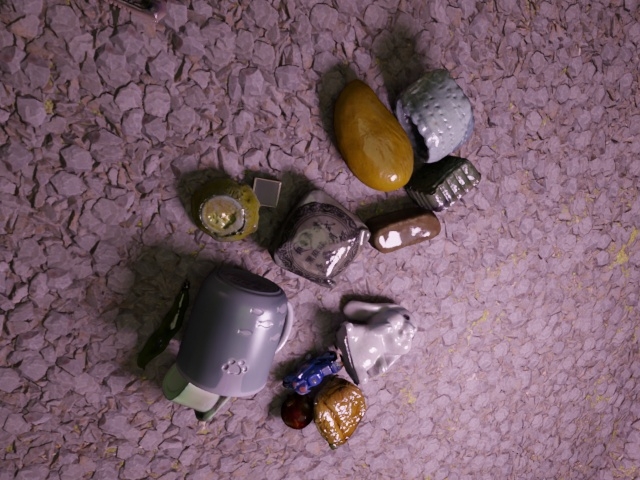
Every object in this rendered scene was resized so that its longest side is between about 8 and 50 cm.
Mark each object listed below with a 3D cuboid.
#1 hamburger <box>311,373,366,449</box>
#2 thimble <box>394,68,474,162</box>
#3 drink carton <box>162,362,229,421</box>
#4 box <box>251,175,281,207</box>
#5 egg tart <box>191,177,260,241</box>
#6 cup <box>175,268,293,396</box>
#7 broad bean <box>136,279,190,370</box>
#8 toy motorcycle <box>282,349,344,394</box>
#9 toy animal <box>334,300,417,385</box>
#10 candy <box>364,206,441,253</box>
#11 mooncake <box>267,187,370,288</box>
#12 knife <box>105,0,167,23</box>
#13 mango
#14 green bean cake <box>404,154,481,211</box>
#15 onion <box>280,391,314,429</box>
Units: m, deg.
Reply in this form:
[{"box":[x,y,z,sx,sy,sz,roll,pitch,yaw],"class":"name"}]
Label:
[{"box":[0.064,0.552,1.338,0.206,0.130,0.183,-39,107,-49],"class":"hamburger"},{"box":[0.319,-0.355,1.185,0.172,0.205,0.250,-32,128,-2],"class":"thimble"},{"box":[-0.361,0.417,1.173,0.144,0.146,0.142,-47,132,-1],"class":"drink carton"},{"box":[-0.157,-0.138,1.177,0.083,0.035,0.079,7,101,-19],"class":"box"},{"box":[-0.264,-0.074,1.123,0.197,0.078,0.197,0,112,-1],"class":"egg tart"},{"box":[-0.202,0.240,1.167,0.356,0.259,0.274,8,103,-51],"class":"cup"},{"box":[-0.440,0.252,1.183,0.060,0.043,0.297,32,92,-11],"class":"broad bean"},{"box":[-0.027,0.428,1.321,0.205,0.114,0.076,-29,110,-8],"class":"toy motorcycle"},{"box":[0.177,0.327,1.334,0.289,0.174,0.249,6,90,-18],"class":"toy animal"},{"box":[0.260,-0.037,1.301,0.234,0.104,0.102,-17,113,-12],"class":"candy"},{"box":[0.001,0.002,1.211,0.250,0.136,0.254,32,92,-18],"class":"mooncake"},{"box":[-0.536,-0.608,0.932,0.365,0.043,0.089,18,99,-22],"class":"knife"},{"box":[0.145,-0.284,1.188,0.195,0.142,0.331,-44,105,-8],"class":"mango"},{"box":[0.370,-0.184,1.262,0.181,0.173,0.094,-40,113,-2],"class":"green bean cake"},{"box":[-0.073,0.561,1.347,0.117,0.118,0.118,-44,112,2],"class":"onion"}]
